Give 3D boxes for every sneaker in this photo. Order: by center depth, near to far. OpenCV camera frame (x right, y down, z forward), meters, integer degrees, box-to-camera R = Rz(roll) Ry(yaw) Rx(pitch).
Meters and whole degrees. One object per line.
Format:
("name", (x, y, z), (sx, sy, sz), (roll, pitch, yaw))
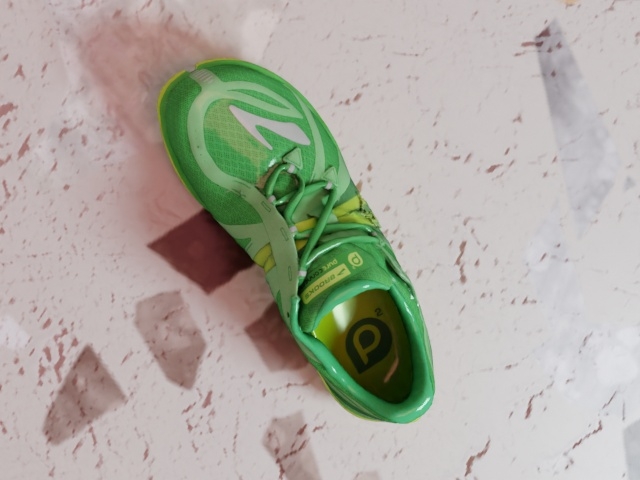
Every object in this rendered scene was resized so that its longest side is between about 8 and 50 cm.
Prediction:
("sneaker", (0.000, 0.000, 1.126), (0.109, 0.123, 0.295), (-36, 104, -7))
